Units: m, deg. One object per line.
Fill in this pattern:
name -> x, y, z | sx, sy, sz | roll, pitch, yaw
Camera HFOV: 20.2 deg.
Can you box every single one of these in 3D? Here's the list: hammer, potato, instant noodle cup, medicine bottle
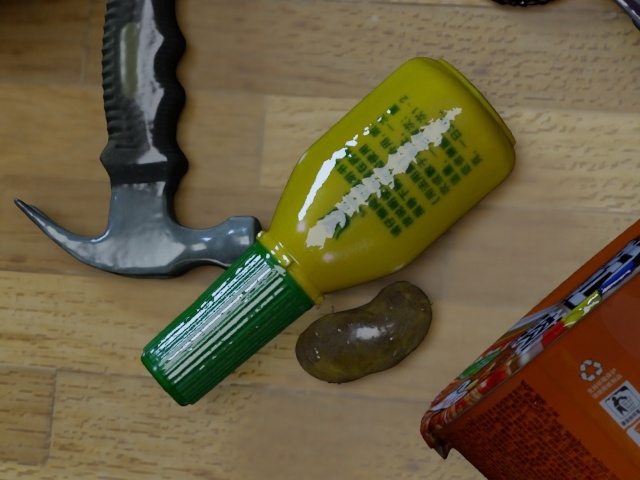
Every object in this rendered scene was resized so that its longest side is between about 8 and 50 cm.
hammer -> -0.112, -0.089, 1.150 | 0.158, 0.041, 0.227 | 2, 86, 9
potato -> 0.029, 0.060, 1.107 | 0.092, 0.045, 0.046 | -26, 41, 6
instant noodle cup -> 0.205, 0.094, 0.979 | 0.250, 0.250, 0.192 | -40, 87, 5
medicine bottle -> 0.000, 0.000, 1.091 | 0.260, 0.064, 0.095 | -42, 89, -4

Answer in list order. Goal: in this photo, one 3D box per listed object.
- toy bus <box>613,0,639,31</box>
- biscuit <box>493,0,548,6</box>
toy bus -> 0.265, -0.192, 1.033 | 0.202, 0.142, 0.142 | -44, 78, 4
biscuit -> 0.127, -0.188, 1.118 | 0.089, 0.027, 0.087 | 39, 94, 12
